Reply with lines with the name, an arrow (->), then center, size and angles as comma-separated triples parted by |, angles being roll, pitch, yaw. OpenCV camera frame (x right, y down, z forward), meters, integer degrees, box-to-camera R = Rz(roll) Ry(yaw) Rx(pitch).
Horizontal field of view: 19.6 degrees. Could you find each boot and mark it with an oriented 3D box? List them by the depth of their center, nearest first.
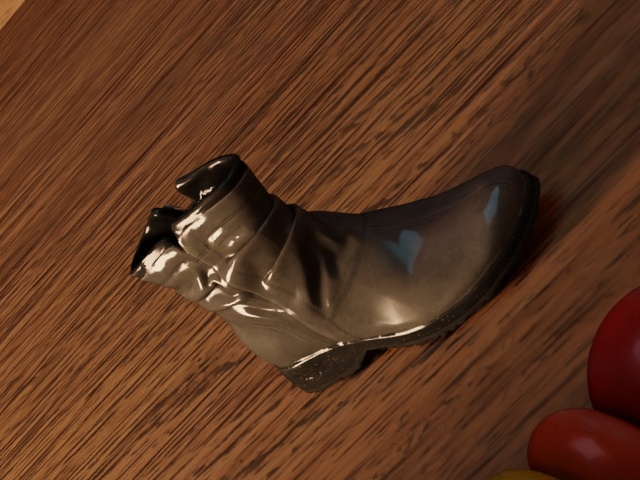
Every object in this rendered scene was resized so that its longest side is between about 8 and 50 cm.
boot -> 0.000, 0.000, 1.124 | 0.246, 0.161, 0.083 | -34, 31, 39

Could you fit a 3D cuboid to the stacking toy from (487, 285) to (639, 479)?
stacking toy -> 0.098, 0.156, 0.787 | 0.330, 0.141, 0.141 | -54, 23, -14
